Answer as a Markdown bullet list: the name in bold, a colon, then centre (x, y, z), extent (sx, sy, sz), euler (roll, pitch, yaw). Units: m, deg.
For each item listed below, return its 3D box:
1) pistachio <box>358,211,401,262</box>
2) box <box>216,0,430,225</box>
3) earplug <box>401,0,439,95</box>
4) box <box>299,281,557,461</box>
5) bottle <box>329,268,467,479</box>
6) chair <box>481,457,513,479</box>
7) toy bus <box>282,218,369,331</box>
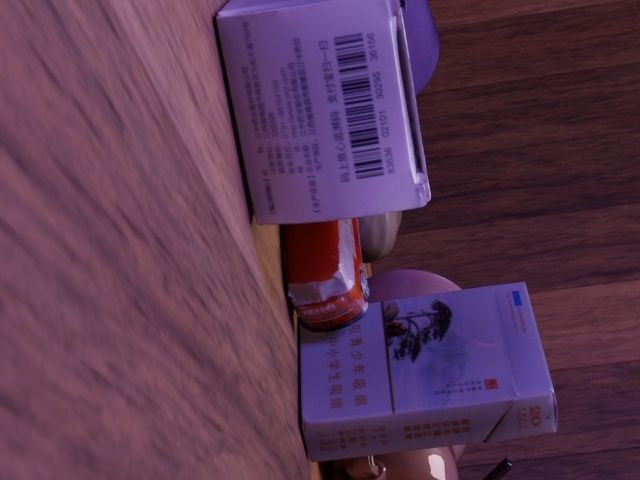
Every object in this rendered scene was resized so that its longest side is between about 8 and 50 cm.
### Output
- **pistachio**: centre (0.045, -0.065, 1.306), extent (0.129, 0.131, 0.206), euler (18, -53, 47)
- **box**: centre (0.009, -0.147, 0.898), extent (0.333, 0.145, 0.173), euler (-87, 167, -70)
- **earplug**: centre (0.047, -0.355, 1.441), extent (0.456, 0.215, 0.215), euler (50, 32, -74)
- **box**: centre (0.098, 0.124, 0.982), extent (0.149, 0.233, 0.067), euler (-93, 173, -47)
- **bottle**: centre (0.084, 0.178, 1.173), extent (0.206, 0.173, 0.297), euler (57, 31, -34)
- **chair**: centre (0.107, 0.400, 1.336), extent (0.186, 0.319, 0.160), euler (35, 16, -11)
- **toy bus**: centre (0.000, 0.000, 1.000), extent (0.077, 0.079, 0.174), euler (63, 19, -51)
